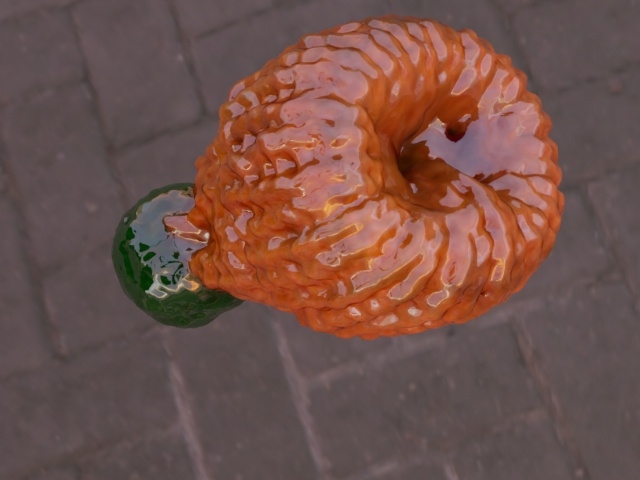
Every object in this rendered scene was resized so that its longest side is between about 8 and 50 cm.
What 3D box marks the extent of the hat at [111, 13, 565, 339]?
[{"bbox_3d":[0.000,0.000,1.503,0.285,0.400,0.285,19,53,-28],"label":"hat"}]
